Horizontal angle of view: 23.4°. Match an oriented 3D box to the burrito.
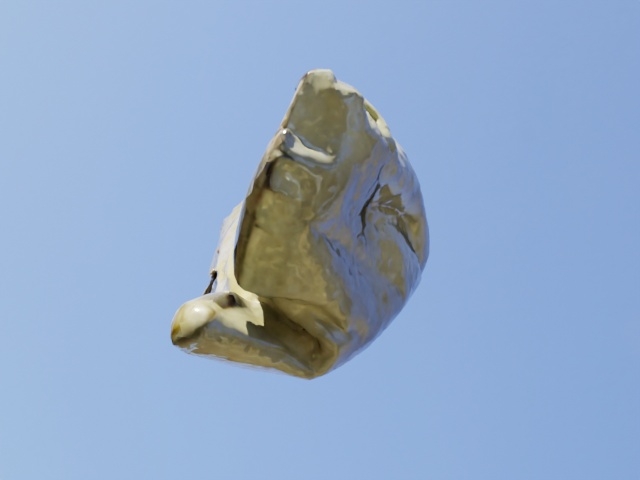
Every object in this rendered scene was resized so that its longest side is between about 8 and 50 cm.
[{"bbox_3d":[0.000,0.004,0.983,0.135,0.190,0.332,35,1,0],"label":"burrito"}]
